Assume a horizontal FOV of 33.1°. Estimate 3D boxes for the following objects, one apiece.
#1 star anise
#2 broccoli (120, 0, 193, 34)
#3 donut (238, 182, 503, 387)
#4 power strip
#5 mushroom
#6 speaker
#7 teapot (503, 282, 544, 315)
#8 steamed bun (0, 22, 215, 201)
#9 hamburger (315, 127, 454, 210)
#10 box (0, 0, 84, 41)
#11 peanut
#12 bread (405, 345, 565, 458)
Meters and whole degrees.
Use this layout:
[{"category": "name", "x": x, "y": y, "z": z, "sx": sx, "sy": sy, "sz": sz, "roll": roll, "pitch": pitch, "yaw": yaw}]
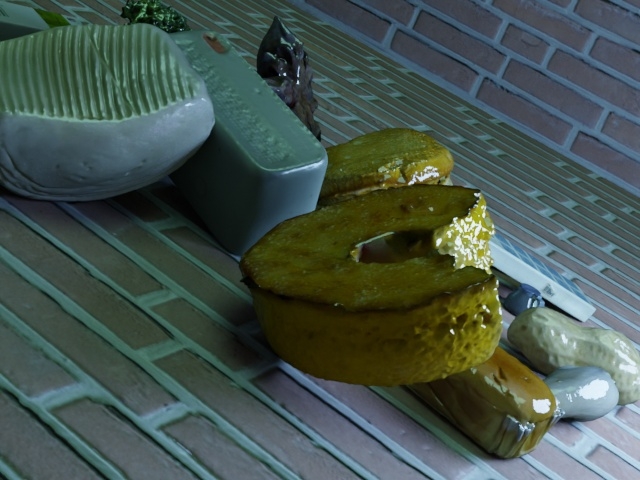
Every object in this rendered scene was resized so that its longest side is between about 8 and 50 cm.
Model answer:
[{"category": "star anise", "x": -0.070, "y": -0.275, "z": 2.065, "sx": 0.108, "sy": 0.315, "sz": 0.315, "roll": 0, "pitch": 15, "yaw": 16}, {"category": "broccoli", "x": -0.371, "y": -0.363, "z": 2.270, "sx": 0.245, "sy": 0.248, "sz": 0.288, "roll": -11, "pitch": 31, "yaw": 8}, {"category": "donut", "x": 0.082, "y": 0.066, "z": 1.569, "sx": 0.377, "sy": 0.164, "sz": 0.435, "roll": -1, "pitch": 23, "yaw": 14}, {"category": "power strip", "x": 0.404, "y": 0.053, "z": 2.143, "sx": 0.367, "sy": 0.043, "sz": 0.106, "roll": 30, "pitch": 18, "yaw": -28}, {"category": "mushroom", "x": 0.390, "y": 0.253, "z": 1.716, "sx": 0.116, "sy": 0.093, "sz": 0.225, "roll": 17, "pitch": 21, "yaw": 39}, {"category": "speaker", "x": -0.162, "y": -0.180, "z": 1.865, "sx": 0.183, "sy": 0.184, "sz": 0.406, "roll": -18, "pitch": 55, "yaw": -35}, {"category": "teapot", "x": 0.398, "y": 0.120, "z": 2.075, "sx": 0.066, "sy": 0.057, "sz": 0.088, "roll": 10, "pitch": 24, "yaw": -31}, {"category": "steamed bun", "x": -0.378, "y": -0.183, "z": 1.697, "sx": 0.383, "sy": 0.236, "sz": 0.247, "roll": -13, "pitch": 51, "yaw": -28}, {"category": "hamburger", "x": 0.105, "y": -0.108, "z": 2.060, "sx": 0.289, "sy": 0.170, "sz": 0.314, "roll": -10, "pitch": 22, "yaw": -11}, {"category": "box", "x": -0.553, "y": -0.296, "z": 1.828, "sx": 0.299, "sy": 0.200, "sz": 0.106, "roll": 5, "pitch": 29, "yaw": -42}, {"category": "peanut", "x": 0.451, "y": 0.193, "z": 1.868, "sx": 0.256, "sy": 0.124, "sz": 0.123, "roll": 28, "pitch": 21, "yaw": 4}, {"category": "bread", "x": 0.232, "y": 0.213, "z": 1.601, "sx": 0.241, "sy": 0.107, "sz": 0.136, "roll": 37, "pitch": 27, "yaw": 31}]
